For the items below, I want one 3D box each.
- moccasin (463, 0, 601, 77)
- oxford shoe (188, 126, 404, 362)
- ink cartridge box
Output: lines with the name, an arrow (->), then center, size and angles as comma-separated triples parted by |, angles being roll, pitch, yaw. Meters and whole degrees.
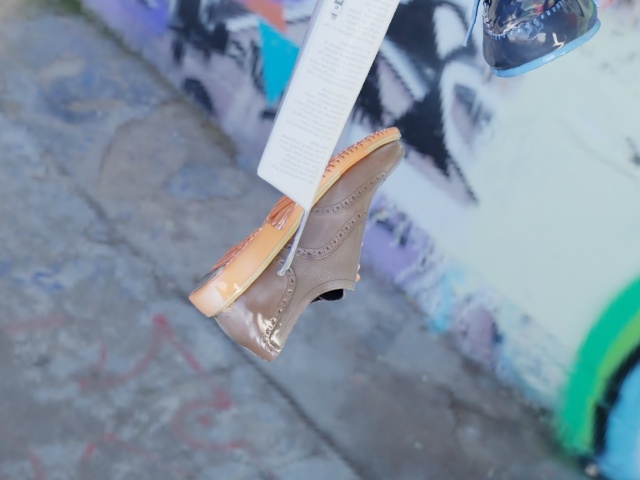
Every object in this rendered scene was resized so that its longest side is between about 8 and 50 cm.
moccasin -> 0.198, -0.257, 1.504 | 0.138, 0.116, 0.342 | -21, 19, 13
oxford shoe -> 0.000, 0.000, 1.793 | 0.132, 0.130, 0.363 | 48, 59, -6
ink cartridge box -> 0.012, -0.123, 0.952 | 0.045, 0.224, 0.223 | 21, 29, -2
